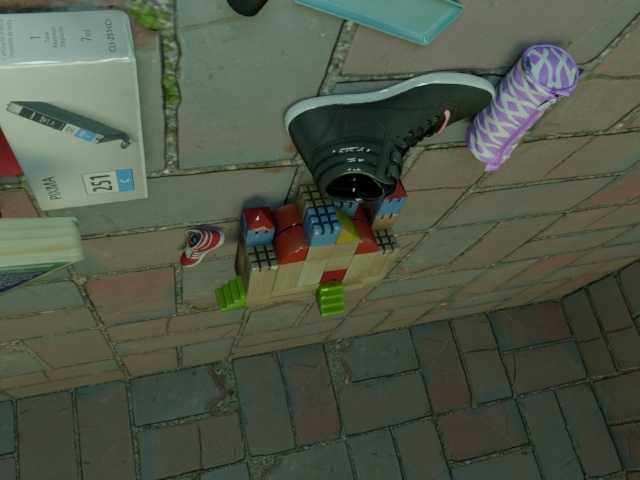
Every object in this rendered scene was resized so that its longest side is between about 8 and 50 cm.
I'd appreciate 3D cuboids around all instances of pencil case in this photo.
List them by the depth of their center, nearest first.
[{"bbox_3d":[0.284,-0.187,0.827,0.087,0.088,0.206,-9,161,-14],"label":"pencil case"}]

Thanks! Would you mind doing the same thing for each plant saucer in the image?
[{"bbox_3d":[0.066,-0.254,0.608,0.192,0.018,0.067,3,155,-37],"label":"plant saucer"}]

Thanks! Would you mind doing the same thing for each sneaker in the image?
[{"bbox_3d":[0.110,-0.131,0.779,0.296,0.146,0.104,-12,158,-8],"label":"sneaker"},{"bbox_3d":[-0.243,0.013,1.091,0.118,0.042,0.067,-34,157,28],"label":"sneaker"}]

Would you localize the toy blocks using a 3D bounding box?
[{"bbox_3d":[0.000,0.000,1.071,0.382,0.190,0.260,-8,148,-18],"label":"toy blocks"}]

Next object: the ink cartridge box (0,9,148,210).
[{"bbox_3d":[-0.332,-0.122,0.634,0.261,0.066,0.296,-8,160,-17],"label":"ink cartridge box"}]

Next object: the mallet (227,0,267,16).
[{"bbox_3d":[-0.128,-0.241,0.500,0.190,0.039,0.062,1,158,-24],"label":"mallet"}]

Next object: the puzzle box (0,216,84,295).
[{"bbox_3d":[-0.482,0.039,0.544,0.272,0.052,0.409,-19,171,34],"label":"puzzle box"}]
